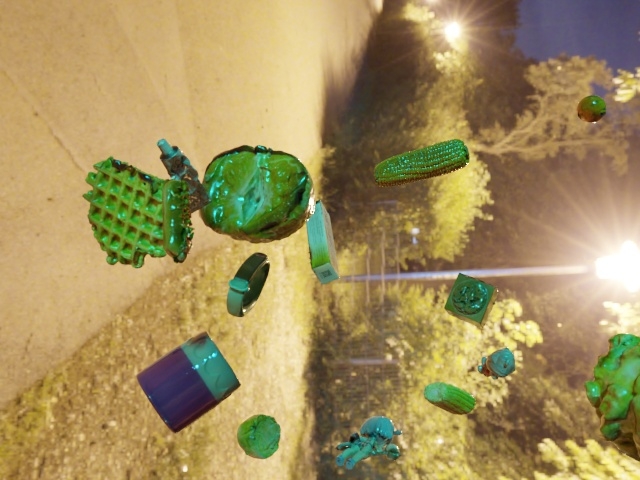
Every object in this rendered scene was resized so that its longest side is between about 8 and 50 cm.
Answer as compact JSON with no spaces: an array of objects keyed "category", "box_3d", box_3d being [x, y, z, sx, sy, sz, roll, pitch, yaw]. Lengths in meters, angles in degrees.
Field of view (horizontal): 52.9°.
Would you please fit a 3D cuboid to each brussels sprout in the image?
[{"category":"brussels sprout","box_3d":[-0.217,0.668,2.198,0.152,0.122,0.149,28,59,-39]}]

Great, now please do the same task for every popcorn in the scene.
[{"category":"popcorn","box_3d":[0.813,0.396,1.602,0.312,0.312,0.312,-4,90,-82]}]

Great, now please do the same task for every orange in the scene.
[{"category":"orange","box_3d":[0.798,-0.388,1.898,0.083,0.084,0.083,-4,90,-82]},{"category":"orange","box_3d":[-0.171,-0.113,1.833,0.210,0.369,0.270,49,57,-58]}]

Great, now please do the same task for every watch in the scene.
[{"category":"watch","box_3d":[-0.229,0.143,2.049,0.237,0.068,0.195,-37,149,-69]}]

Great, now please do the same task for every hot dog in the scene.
[{"category":"hot dog","box_3d":[-0.279,-0.044,1.271,0.072,0.055,0.188,57,24,-63]}]

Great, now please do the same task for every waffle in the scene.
[{"category":"waffle","box_3d":[-0.500,-0.079,1.685,0.060,0.312,0.307,-13,92,-61]}]

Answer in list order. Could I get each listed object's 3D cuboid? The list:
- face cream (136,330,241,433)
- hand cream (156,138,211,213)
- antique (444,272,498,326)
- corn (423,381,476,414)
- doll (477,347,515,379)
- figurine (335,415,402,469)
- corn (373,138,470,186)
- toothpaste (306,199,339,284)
[{"category":"face cream","box_3d":[-0.314,0.337,1.544,0.175,0.195,0.175,49,-18,22]},{"category":"hand cream","box_3d":[-0.338,-0.153,1.591,0.050,0.084,0.257,41,-20,35]},{"category":"antique","box_3d":[0.540,0.212,2.305,0.152,0.147,0.148,-66,154,-7]},{"category":"corn","box_3d":[0.314,0.384,1.571,0.165,0.085,0.063,35,69,-48]},{"category":"doll","box_3d":[0.470,0.329,1.719,0.094,0.079,0.180,-60,-179,-17]},{"category":"figurine","box_3d":[0.156,0.613,1.953,0.260,0.205,0.102,-15,91,-52]},{"category":"corn","box_3d":[0.234,-0.178,1.511,0.080,0.231,0.080,-14,90,-72]},{"category":"toothpaste","box_3d":[0.000,0.000,2.075,0.312,0.071,0.089,-99,161,-48]}]
